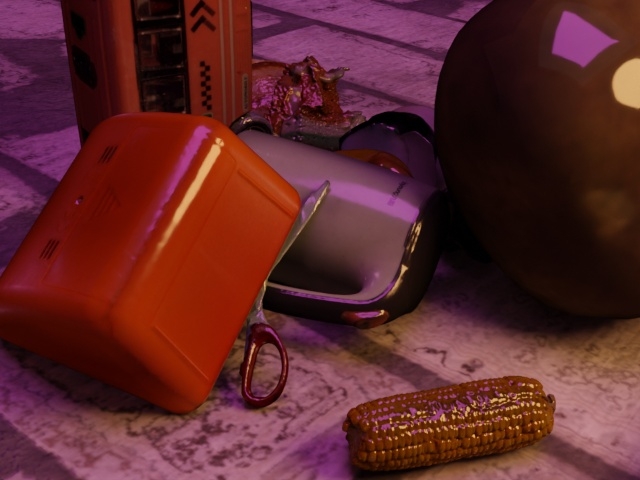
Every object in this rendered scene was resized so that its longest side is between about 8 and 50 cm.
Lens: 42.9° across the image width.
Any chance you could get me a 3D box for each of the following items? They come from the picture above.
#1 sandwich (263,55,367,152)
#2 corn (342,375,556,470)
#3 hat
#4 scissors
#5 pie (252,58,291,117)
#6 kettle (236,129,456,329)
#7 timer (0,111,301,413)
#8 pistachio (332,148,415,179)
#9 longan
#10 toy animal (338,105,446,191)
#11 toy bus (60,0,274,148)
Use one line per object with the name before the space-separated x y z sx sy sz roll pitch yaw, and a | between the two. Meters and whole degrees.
sandwich | -0.015 -0.209 1.276 0.109 0.160 0.184 3 15 39
corn | 0.118 0.161 0.720 0.207 0.068 0.068 -6 31 -18
hat | 0.180 -0.013 1.046 0.121 0.050 0.121 23 51 -32
scissors | -0.068 0.036 0.823 0.144 0.017 0.248 14 68 17
pie | -0.100 -0.263 1.430 0.178 0.084 0.205 -10 35 -24
kettle | 0.000 0.000 0.913 0.255 0.165 0.240 19 44 18
timer | -0.194 0.001 0.805 0.250 0.161 0.258 10 65 36
pistachio | 0.054 -0.057 1.057 0.189 0.110 0.100 -2 53 19
longan | 0.304 -0.105 0.903 0.336 0.405 0.404 -22 19 26
toy animal | 0.127 -0.114 1.161 0.166 0.138 0.179 41 33 18
toy bus | -0.208 -0.246 1.043 0.233 0.427 0.203 -19 36 -30
